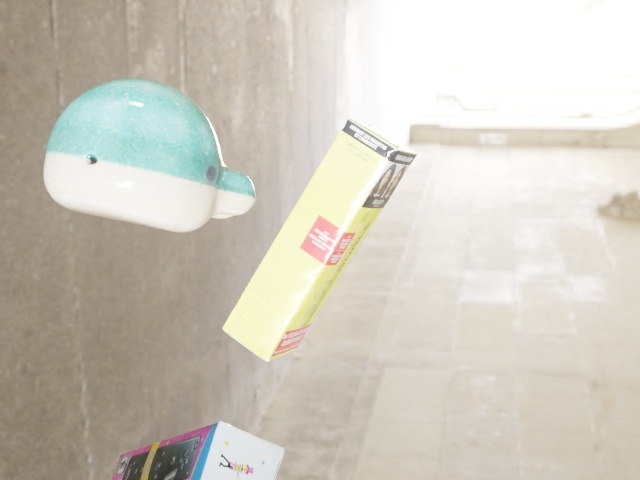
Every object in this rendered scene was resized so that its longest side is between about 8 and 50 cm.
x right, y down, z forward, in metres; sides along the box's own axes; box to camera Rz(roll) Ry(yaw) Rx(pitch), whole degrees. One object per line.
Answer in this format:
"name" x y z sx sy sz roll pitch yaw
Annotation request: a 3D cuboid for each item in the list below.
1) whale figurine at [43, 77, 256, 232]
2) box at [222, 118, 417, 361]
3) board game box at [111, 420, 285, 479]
"whale figurine" -0.161 -0.084 1.048 0.272 0.216 0.141 9 92 -70
"box" 0.000 0.000 0.960 0.232 0.058 0.087 -58 166 10
"board game box" -0.183 0.356 1.235 0.303 0.097 0.224 -27 -140 52
